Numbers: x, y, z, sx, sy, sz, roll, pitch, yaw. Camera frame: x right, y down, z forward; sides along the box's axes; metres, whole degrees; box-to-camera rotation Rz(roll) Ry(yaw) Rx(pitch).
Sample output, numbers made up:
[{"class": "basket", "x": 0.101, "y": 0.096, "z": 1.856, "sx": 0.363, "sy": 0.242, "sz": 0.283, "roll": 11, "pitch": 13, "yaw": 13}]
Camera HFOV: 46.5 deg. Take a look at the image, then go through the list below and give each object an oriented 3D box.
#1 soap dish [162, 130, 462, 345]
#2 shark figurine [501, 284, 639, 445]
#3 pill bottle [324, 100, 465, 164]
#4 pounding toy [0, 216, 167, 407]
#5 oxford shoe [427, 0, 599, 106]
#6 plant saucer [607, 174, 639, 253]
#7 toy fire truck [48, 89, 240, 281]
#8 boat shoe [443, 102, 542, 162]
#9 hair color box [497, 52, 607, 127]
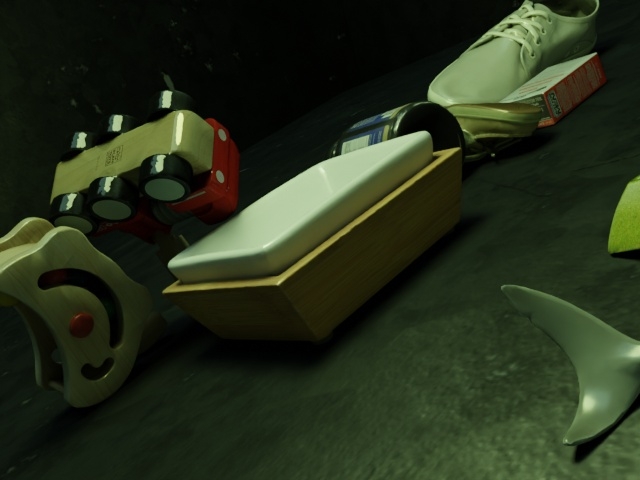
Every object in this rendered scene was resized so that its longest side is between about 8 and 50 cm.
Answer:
[{"class": "soap dish", "x": 0.000, "y": 0.000, "z": 0.818, "sx": 0.291, "sy": 0.118, "sz": 0.229, "roll": -36, "pitch": 16, "yaw": -35}, {"class": "shark figurine", "x": 0.216, "y": 0.017, "z": 0.326, "sx": 0.166, "sy": 0.116, "sz": 0.278, "roll": -14, "pitch": -6, "yaw": -19}, {"class": "pill bottle", "x": 0.097, "y": -0.122, "z": 1.078, "sx": 0.123, "sy": 0.123, "sz": 0.219, "roll": -33, "pitch": 13, "yaw": -25}, {"class": "pounding toy", "x": -0.305, "y": 0.090, "z": 0.872, "sx": 0.155, "sy": 0.269, "sz": 0.154, "roll": 13, "pitch": 62, "yaw": 39}, {"class": "oxford shoe", "x": 0.350, "y": -0.342, "z": 1.326, "sx": 0.449, "sy": 0.130, "sz": 0.169, "roll": -34, "pitch": 52, "yaw": -30}, {"class": "plant saucer", "x": 0.315, "y": -0.064, "z": 0.528, "sx": 0.188, "sy": 0.045, "sz": 0.188, "roll": -31, "pitch": 1, "yaw": -15}, {"class": "toy fire truck", "x": -0.177, "y": -0.030, "z": 0.917, "sx": 0.217, "sy": 0.246, "sz": 0.158, "roll": -18, "pitch": 57, "yaw": 27}, {"class": "boat shoe", "x": 0.216, "y": -0.154, "z": 1.097, "sx": 0.104, "sy": 0.089, "sz": 0.285, "roll": -4, "pitch": 7, "yaw": -23}, {"class": "hair color box", "x": 0.350, "y": -0.222, "z": 1.130, "sx": 0.167, "sy": 0.053, "sz": 0.093, "roll": -34, "pitch": 16, "yaw": -34}]
